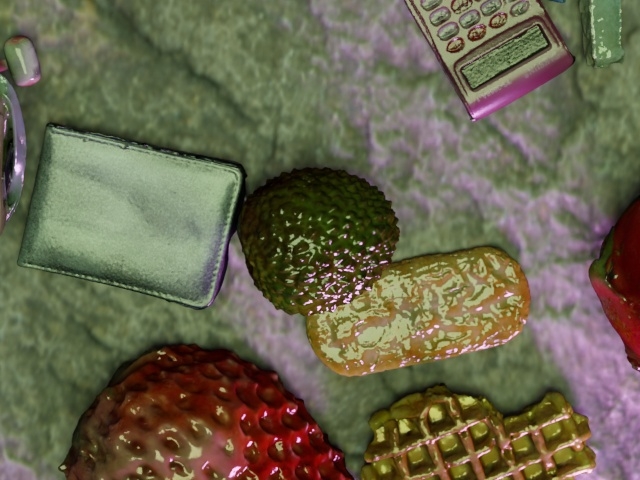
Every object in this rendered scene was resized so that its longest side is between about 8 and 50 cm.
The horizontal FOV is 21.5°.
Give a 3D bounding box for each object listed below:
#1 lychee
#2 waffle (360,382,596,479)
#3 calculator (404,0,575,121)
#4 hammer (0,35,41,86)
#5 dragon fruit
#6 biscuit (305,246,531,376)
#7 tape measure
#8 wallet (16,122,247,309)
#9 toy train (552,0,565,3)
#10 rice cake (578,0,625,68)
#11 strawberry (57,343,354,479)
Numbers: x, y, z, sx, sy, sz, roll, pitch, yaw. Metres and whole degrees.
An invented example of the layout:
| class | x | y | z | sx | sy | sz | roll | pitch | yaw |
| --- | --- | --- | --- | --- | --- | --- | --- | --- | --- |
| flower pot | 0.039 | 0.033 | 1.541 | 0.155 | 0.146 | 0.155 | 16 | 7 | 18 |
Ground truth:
| class | x | y | z | sx | sy | sz | roll | pitch | yaw |
| --- | --- | --- | --- | --- | --- | --- | --- | --- | --- |
| lychee | 0.000 | 0.000 | 1.731 | 0.171 | 0.171 | 0.171 | -1 | 107 | -3 |
| waffle | 0.170 | 0.251 | 1.869 | 0.253 | 0.056 | 0.249 | 33 | 102 | -11 |
| calculator | 0.166 | -0.232 | 1.734 | 0.127 | 0.034 | 0.190 | -29 | 101 | 6 |
| hammer | -0.330 | -0.178 | 1.720 | 0.083 | 0.031 | 0.052 | -12 | 104 | 6 |
| dragon fruit | 0.401 | 0.023 | 1.758 | 0.200 | 0.198 | 0.269 | 36 | 87 | -2 |
| biscuit | 0.106 | 0.077 | 1.825 | 0.247 | 0.029 | 0.118 | -12 | 107 | 0 |
| tape measure | -0.346 | -0.082 | 1.670 | 0.106 | 0.175 | 0.200 | 2 | 141 | -4 |
| wallet | -0.196 | -0.025 | 1.773 | 0.222 | 0.036 | 0.167 | 12 | 106 | -5 |
| toy train | 0.208 | -0.380 | 1.607 | 0.120 | 0.194 | 0.298 | 18 | 93 | 24 |
| rice cake | 0.285 | -0.281 | 1.725 | 0.043 | 0.034 | 0.210 | -8 | 107 | -10 |
| strawberry | -0.107 | 0.267 | 1.808 | 0.336 | 0.149 | 0.265 | 28 | 102 | -12 |
